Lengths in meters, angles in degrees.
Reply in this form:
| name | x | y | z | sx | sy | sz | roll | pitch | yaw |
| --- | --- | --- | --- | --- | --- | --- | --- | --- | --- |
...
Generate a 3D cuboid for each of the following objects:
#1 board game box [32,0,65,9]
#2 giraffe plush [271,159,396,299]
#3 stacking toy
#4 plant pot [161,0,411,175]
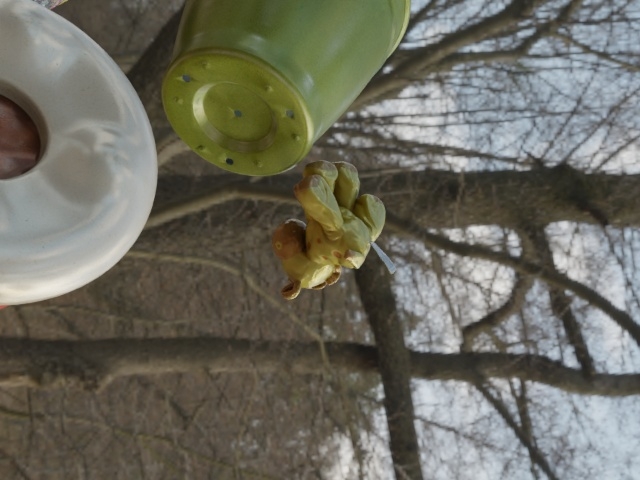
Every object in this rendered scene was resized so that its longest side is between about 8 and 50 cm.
| name | x | y | z | sx | sy | sz | roll | pitch | yaw |
| --- | --- | --- | --- | --- | --- | --- | --- | --- | --- |
| board game box | -0.448 | -0.450 | 1.443 | 0.042 | 0.243 | 0.165 | 42 | -39 | 2 |
| giraffe plush | 0.000 | 0.000 | 1.371 | 0.170 | 0.181 | 0.210 | -35 | -105 | 33 |
| stacking toy | -0.420 | -0.013 | 0.969 | 0.480 | 0.350 | 0.351 | -42 | -125 | 47 |
| plant pot | -0.074 | -0.301 | 1.370 | 0.367 | 0.366 | 0.353 | 108 | 3 | -50 |
